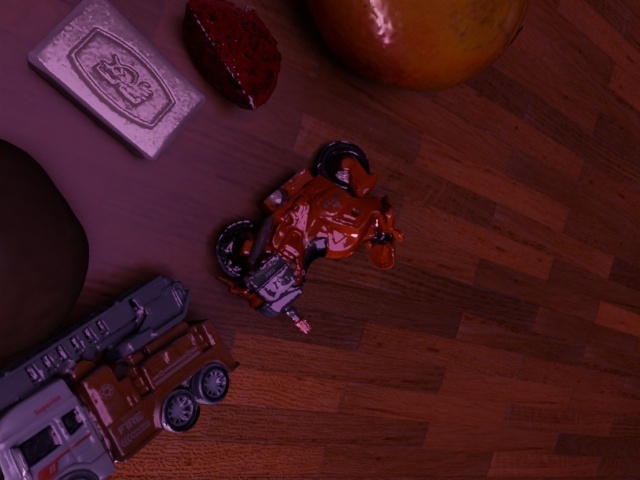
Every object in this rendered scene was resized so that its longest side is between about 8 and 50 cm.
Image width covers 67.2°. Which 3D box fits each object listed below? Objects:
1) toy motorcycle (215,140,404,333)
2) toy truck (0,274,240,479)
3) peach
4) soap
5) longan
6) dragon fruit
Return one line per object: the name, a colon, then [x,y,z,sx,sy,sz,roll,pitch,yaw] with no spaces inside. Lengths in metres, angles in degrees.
toy motorcycle: [0.000,0.000,0.772,0.326,0.148,0.221,-42,94,-19]
toy truck: [-0.276,0.186,0.583,0.338,0.133,0.184,-34,106,-49]
peach: [0.145,-0.401,0.675,0.373,0.289,0.372,2,125,3]
soap: [-0.258,-0.203,0.624,0.183,0.064,0.121,43,75,-29]
longan: [-0.373,0.009,0.514,0.249,0.248,0.248,-6,101,-29]
dragon fruit: [-0.121,-0.267,0.688,0.106,0.083,0.162,-46,109,-29]
